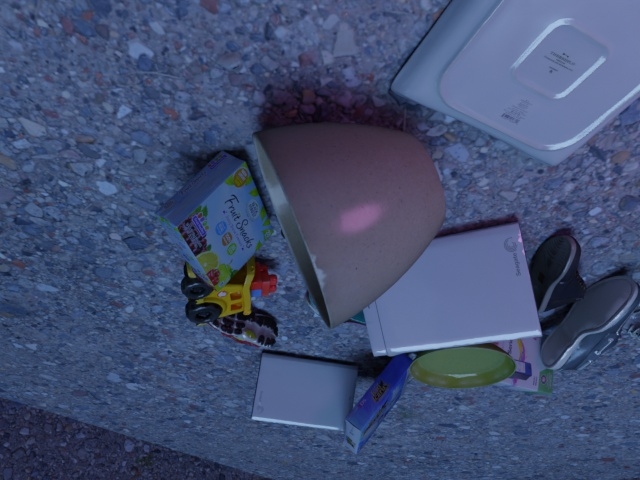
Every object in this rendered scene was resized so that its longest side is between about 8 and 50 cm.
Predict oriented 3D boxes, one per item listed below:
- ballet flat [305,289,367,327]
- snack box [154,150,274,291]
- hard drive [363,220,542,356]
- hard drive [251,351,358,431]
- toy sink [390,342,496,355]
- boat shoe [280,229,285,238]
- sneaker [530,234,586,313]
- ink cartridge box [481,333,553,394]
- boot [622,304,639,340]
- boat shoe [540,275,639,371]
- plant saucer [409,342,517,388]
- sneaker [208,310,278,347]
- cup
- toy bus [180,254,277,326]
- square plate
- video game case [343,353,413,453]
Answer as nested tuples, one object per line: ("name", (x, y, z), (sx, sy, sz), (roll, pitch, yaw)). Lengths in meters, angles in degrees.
("ballet flat", (0.051, 0.177, 1.302), (0.221, 0.077, 0.079), (19, 160, -19))
("snack box", (-0.188, -0.032, 0.955), (0.070, 0.174, 0.207), (28, 152, 28))
("hard drive", (0.259, 0.110, 1.082), (0.352, 0.233, 0.047), (-12, -178, 20))
("hard drive", (-0.047, 0.472, 1.594), (0.307, 0.203, 0.040), (10, 173, -8))
("toy sink", (0.284, 0.206, 1.243), (0.234, 0.153, 0.131), (-27, 134, 33))
("boat shoe", (0.000, 0.000, 1.077), (0.177, 0.064, 0.060), (24, 144, -14))
("sneaker", (0.533, 0.065, 1.111), (0.118, 0.083, 0.222), (-10, 137, -12))
("ink cartridge box", (0.498, 0.306, 1.337), (0.212, 0.154, 0.093), (17, 163, -15))
("boot", (0.745, 0.197, 1.209), (0.258, 0.123, 0.095), (-27, 133, 34))
("boat shoe", (0.655, 0.205, 1.213), (0.099, 0.116, 0.320), (16, 129, -10))
("plant saucer", (0.327, 0.285, 1.187), (0.240, 0.037, 0.241), (2, 144, 1))
("sneaker", (-0.240, 0.221, 1.358), (0.118, 0.107, 0.279), (-15, 137, 38))
("cup", (0.058, -0.056, 0.830), (0.236, 0.331, 0.331), (-22, 142, -8))
("toy bus", (-0.203, 0.077, 1.141), (0.211, 0.150, 0.220), (-5, 141, -10))
("square plate", (0.332, -0.258, 0.713), (0.347, 0.049, 0.344), (19, 140, -18))
("video game case", (0.176, 0.498, 1.558), (0.061, 0.269, 0.244), (33, 150, 24))
